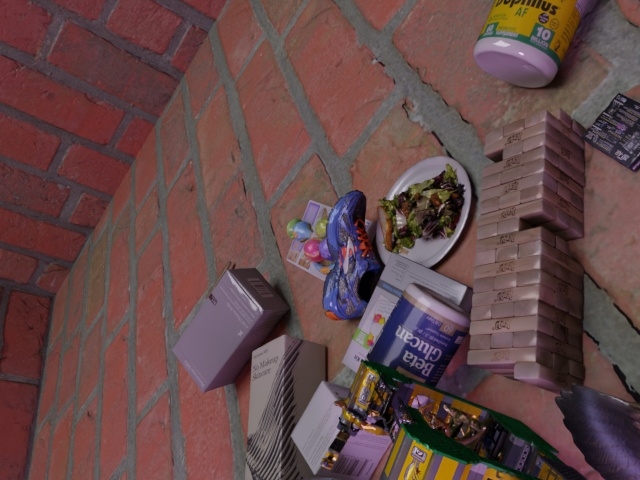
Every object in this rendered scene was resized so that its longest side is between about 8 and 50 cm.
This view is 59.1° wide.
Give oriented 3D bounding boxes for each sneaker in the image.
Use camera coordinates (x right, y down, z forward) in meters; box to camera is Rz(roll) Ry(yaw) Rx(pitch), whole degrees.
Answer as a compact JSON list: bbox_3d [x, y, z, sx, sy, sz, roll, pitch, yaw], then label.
[{"bbox_3d":[0.063,0.026,0.942,0.087,0.083,0.221,2,89,34],"label":"sneaker"}]

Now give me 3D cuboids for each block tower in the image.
[{"bbox_3d":[0.249,0.006,0.675,0.097,0.091,0.335,-18,56,51],"label":"block tower"}]

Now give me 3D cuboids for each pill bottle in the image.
[{"bbox_3d":[0.112,0.147,0.717,0.169,0.094,0.094,-62,33,7],"label":"pill bottle"},{"bbox_3d":[0.303,-0.329,0.774,0.118,0.118,0.208,27,93,58],"label":"pill bottle"}]

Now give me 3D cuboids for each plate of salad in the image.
[{"bbox_3d":[0.150,-0.045,0.889,0.200,0.048,0.199,-34,45,41],"label":"plate of salad"}]

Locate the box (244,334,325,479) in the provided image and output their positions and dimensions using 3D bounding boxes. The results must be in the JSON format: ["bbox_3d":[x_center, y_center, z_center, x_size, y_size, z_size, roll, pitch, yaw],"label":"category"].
[{"bbox_3d":[-0.056,0.306,0.930,0.113,0.094,0.275,-36,44,41],"label":"box"}]

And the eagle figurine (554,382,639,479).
[{"bbox_3d":[0.336,0.154,0.414,0.227,0.225,0.298,-14,12,6],"label":"eagle figurine"}]

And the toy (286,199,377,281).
[{"bbox_3d":[0.000,0.000,1.073,0.237,0.056,0.136,24,93,58],"label":"toy"}]

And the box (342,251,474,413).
[{"bbox_3d":[0.124,0.127,0.811,0.145,0.038,0.186,28,95,47],"label":"box"}]

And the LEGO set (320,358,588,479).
[{"bbox_3d":[0.114,0.263,0.532,0.331,0.255,0.192,-162,94,-78],"label":"LEGO set"}]

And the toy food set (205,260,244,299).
[{"bbox_3d":[-0.206,0.127,1.322,0.132,0.039,0.192,-58,28,2],"label":"toy food set"}]

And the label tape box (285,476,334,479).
[{"bbox_3d":[-0.085,0.470,0.765,0.348,0.115,0.249,-28,79,43],"label":"label tape box"}]

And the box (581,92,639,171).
[{"bbox_3d":[0.359,-0.128,0.662,0.067,0.018,0.083,-55,34,19],"label":"box"}]

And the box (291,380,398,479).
[{"bbox_3d":[0.034,0.275,0.812,0.101,0.101,0.087,-62,32,6],"label":"box"}]

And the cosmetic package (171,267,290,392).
[{"bbox_3d":[-0.186,0.182,1.155,0.127,0.107,0.238,44,109,23],"label":"cosmetic package"}]
